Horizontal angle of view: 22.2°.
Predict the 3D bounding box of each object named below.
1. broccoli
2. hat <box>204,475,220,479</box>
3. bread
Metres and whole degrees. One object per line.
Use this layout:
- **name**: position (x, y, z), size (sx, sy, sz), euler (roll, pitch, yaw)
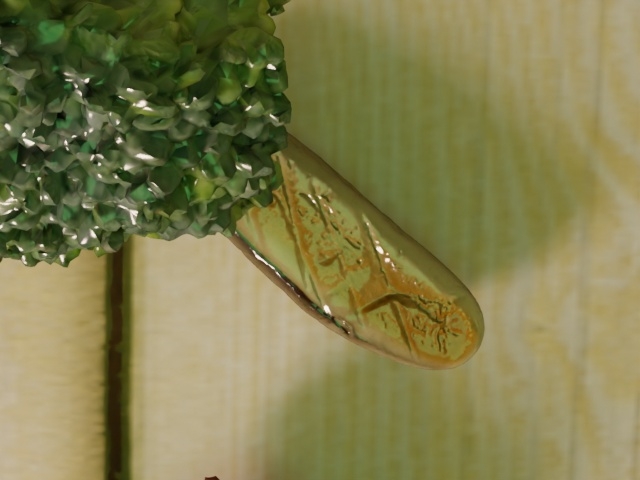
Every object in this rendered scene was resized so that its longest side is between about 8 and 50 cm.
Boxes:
- **broccoli**: position (-0.191, -0.140, 0.772), size (0.338, 0.318, 0.277), euler (-15, 142, 13)
- **hat**: position (-0.028, 0.275, 0.928), size (0.236, 0.107, 0.286), euler (-12, 98, -34)
- **bread**: position (0.000, 0.000, 0.920), size (0.214, 0.053, 0.073), euler (39, 92, -7)
